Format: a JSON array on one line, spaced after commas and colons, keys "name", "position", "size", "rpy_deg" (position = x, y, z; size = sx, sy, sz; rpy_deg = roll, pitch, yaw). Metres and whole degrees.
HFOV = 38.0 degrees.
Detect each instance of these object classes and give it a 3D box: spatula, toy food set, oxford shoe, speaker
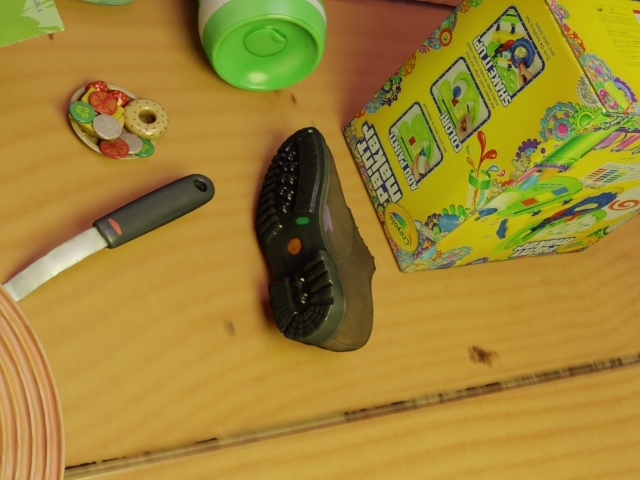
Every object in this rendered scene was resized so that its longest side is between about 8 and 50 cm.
[{"name": "spatula", "position": [-0.187, 0.011, 0.704], "size": [0.296, 0.030, 0.084], "rpy_deg": [-33, 82, -39]}, {"name": "toy food set", "position": [-0.177, -0.104, 0.805], "size": [0.083, 0.020, 0.082], "rpy_deg": [34, 46, -12]}, {"name": "oxford shoe", "position": [0.000, 0.000, 0.832], "size": [0.096, 0.083, 0.227], "rpy_deg": [27, 46, -43]}, {"name": "speaker", "position": [-0.070, -0.299, 0.944], "size": [0.131, 0.131, 0.296], "rpy_deg": [10, 55, -30]}]

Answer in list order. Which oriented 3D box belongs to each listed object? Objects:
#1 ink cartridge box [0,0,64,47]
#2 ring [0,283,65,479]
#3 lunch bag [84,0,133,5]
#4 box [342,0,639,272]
[{"name": "ink cartridge box", "position": [-0.332, -0.206, 0.630], "size": [0.255, 0.097, 0.188], "rpy_deg": [-21, 82, -17]}, {"name": "ring", "position": [-0.315, 0.122, 0.525], "size": [0.337, 0.032, 0.336], "rpy_deg": [15, 58, -25]}, {"name": "lunch bag", "position": [-0.271, -0.336, 0.838], "size": [0.279, 0.108, 0.224], "rpy_deg": [4, 57, -34]}, {"name": "box", "position": [0.232, -0.115, 0.924], "size": [0.290, 0.279, 0.177], "rpy_deg": [-5, 64, -38]}]
